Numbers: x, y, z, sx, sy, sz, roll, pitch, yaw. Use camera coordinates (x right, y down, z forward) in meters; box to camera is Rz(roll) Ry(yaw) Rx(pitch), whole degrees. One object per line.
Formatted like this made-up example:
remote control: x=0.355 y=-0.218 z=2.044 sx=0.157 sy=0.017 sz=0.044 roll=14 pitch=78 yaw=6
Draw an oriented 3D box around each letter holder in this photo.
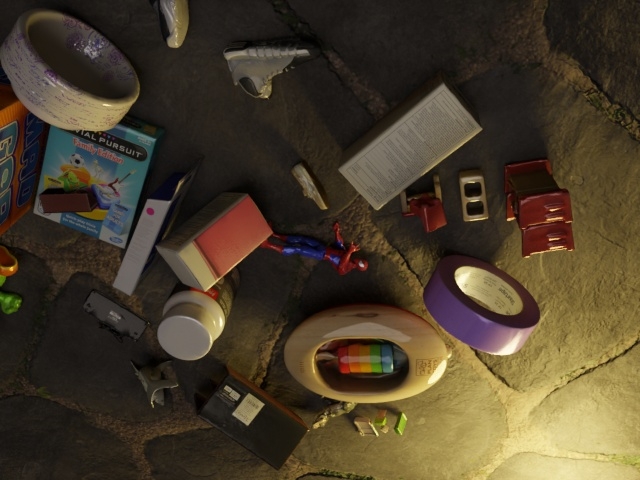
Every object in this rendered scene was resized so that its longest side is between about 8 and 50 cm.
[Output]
letter holder: x=-0.214 y=0.514 z=2.000 sx=0.302 sy=0.214 sz=0.152 roll=39 pitch=85 yaw=-13

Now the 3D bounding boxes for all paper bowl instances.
paper bowl: x=-0.558 y=-0.357 z=1.463 sx=0.284 sy=0.284 sz=0.148 roll=41 pitch=117 yaw=-15

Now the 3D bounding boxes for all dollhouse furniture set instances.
dollhouse furniture set: x=0.181 y=0.554 z=2.030 sx=0.151 sy=0.059 sz=0.076 roll=-8 pitch=127 yaw=33
dollhouse furniture set: x=0.378 y=-0.063 z=1.560 sx=0.373 sy=0.201 sz=0.152 roll=-8 pitch=118 yaw=11

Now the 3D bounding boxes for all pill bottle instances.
pill bottle: x=-0.313 y=0.167 z=1.725 sx=0.161 sy=0.283 sz=0.161 roll=3 pitch=119 yaw=5

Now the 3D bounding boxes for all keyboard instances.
keyboard: x=-0.605 y=0.225 z=1.946 sx=0.192 sy=0.038 sz=0.100 roll=35 pitch=94 yaw=-11

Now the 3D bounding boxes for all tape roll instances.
tape roll: x=0.395 y=0.153 z=1.635 sx=0.274 sy=0.275 sz=0.090 roll=20 pitch=119 yaw=-4

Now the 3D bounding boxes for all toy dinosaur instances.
toy dinosaur: x=0.070 y=0.478 z=1.981 sx=0.268 sy=0.064 sz=0.118 roll=-26 pitch=127 yaw=19

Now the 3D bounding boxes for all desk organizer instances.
desk organizer: x=-0.629 y=-0.101 z=1.661 sx=0.130 sy=0.047 sz=0.050 roll=-1 pitch=116 yaw=8

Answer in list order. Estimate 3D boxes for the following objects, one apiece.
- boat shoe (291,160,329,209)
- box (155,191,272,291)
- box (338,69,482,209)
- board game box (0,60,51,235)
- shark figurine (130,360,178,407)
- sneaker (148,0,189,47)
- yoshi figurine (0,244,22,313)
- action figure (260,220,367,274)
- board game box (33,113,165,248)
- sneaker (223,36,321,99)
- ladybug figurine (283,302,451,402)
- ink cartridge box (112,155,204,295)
boat shoe: x=-0.025 y=-0.133 z=1.661 sx=0.045 sy=0.050 sz=0.135 roll=-25 pitch=103 yaw=23
box: x=-0.261 y=-0.002 z=1.637 sx=0.232 sy=0.148 sz=0.127 roll=-42 pitch=116 yaw=-22
box: x=0.202 y=-0.229 z=1.535 sx=0.311 sy=0.121 sz=0.148 roll=-36 pitch=109 yaw=23
board game box: x=-0.869 y=-0.231 z=1.530 sx=0.356 sy=0.356 sz=0.357 roll=20 pitch=119 yaw=-4
shark figurine: x=-0.483 y=0.396 z=1.964 sx=0.116 sy=0.278 sz=0.166 roll=-29 pitch=82 yaw=-19
sneaker: x=-0.378 y=-0.555 z=1.441 sx=0.153 sy=0.101 sz=0.269 roll=-1 pitch=113 yaw=8
yoshi figurine: x=-0.979 y=0.196 z=1.880 sx=0.203 sy=0.203 sz=0.362 roll=27 pitch=122 yaw=-16
action figure: x=0.000 y=0.000 z=1.702 sx=0.280 sy=0.091 sz=0.139 roll=20 pitch=128 yaw=-4
board game box: x=-0.566 y=-0.173 z=1.685 sx=0.253 sy=0.079 sz=0.336 roll=22 pitch=119 yaw=-5
sneaker: x=-0.101 y=-0.387 z=1.515 sx=0.228 sy=0.086 sz=0.132 roll=3 pitch=125 yaw=17
ladybug figurine: x=0.128 y=0.292 z=1.810 sx=0.449 sy=0.162 sz=0.305 roll=1 pitch=119 yaw=7
ink cartridge box: x=-0.410 y=-0.046 z=1.679 sx=0.069 sy=0.176 sz=0.371 roll=30 pitch=118 yaw=-5
